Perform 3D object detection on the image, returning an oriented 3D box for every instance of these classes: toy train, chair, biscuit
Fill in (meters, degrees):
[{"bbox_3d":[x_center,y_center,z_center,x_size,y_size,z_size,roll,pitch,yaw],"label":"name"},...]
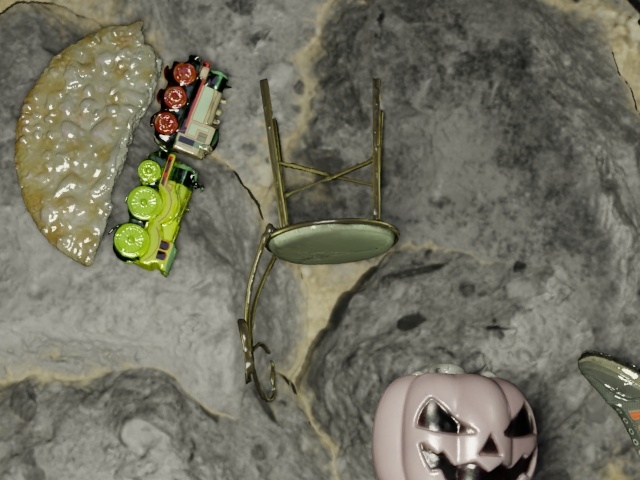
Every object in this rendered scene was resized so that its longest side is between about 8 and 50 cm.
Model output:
[{"bbox_3d":[-0.166,-0.087,1.684,0.085,0.053,0.250,17,80,-3],"label":"toy train"},{"bbox_3d":[0.000,0.000,1.611,0.170,0.160,0.326,-3,75,3],"label":"chair"},{"bbox_3d":[-0.275,-0.121,1.701,0.141,0.038,0.290,15,78,6],"label":"biscuit"}]

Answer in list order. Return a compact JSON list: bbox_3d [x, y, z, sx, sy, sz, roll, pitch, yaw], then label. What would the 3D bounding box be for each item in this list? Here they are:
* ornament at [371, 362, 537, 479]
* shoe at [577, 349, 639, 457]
[{"bbox_3d":[0.137,0.201,1.553,0.177,0.177,0.178,0,79,2],"label":"ornament"},{"bbox_3d":[0.349,0.192,1.599,0.194,0.074,0.077,34,87,6],"label":"shoe"}]
